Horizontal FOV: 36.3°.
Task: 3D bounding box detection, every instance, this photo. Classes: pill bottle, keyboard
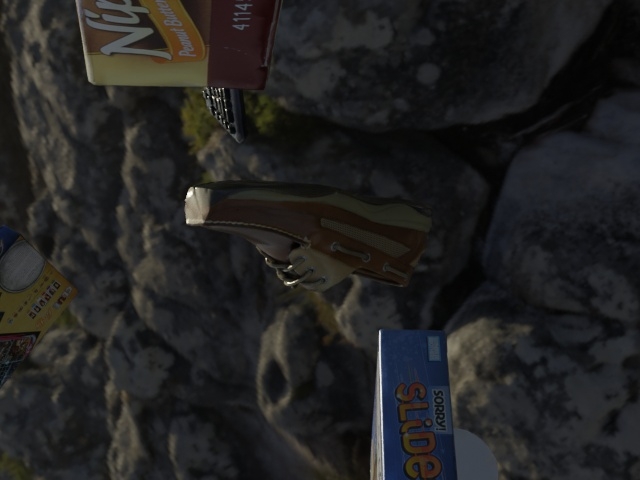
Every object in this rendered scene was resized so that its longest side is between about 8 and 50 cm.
[{"bbox_3d":[0.133,0.333,1.235,0.121,0.121,0.216,51,135,23],"label":"pill bottle"},{"bbox_3d":[-0.142,-0.287,1.136,0.201,0.033,0.317,-125,24,-48],"label":"keyboard"}]

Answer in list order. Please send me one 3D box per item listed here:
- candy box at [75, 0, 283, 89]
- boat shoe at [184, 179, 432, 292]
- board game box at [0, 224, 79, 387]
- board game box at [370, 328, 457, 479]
[{"bbox_3d":[-0.061,-0.246,0.414,0.183,0.087,0.316,111,158,-65],"label":"candy box"},{"bbox_3d":[0.000,0.000,1.104,0.122,0.324,0.120,7,91,54],"label":"boat shoe"},{"bbox_3d":[-0.466,0.120,1.362,0.042,0.243,0.165,26,159,32],"label":"board game box"},{"bbox_3d":[0.043,0.162,0.464,0.136,0.035,0.201,90,-179,-49],"label":"board game box"}]
